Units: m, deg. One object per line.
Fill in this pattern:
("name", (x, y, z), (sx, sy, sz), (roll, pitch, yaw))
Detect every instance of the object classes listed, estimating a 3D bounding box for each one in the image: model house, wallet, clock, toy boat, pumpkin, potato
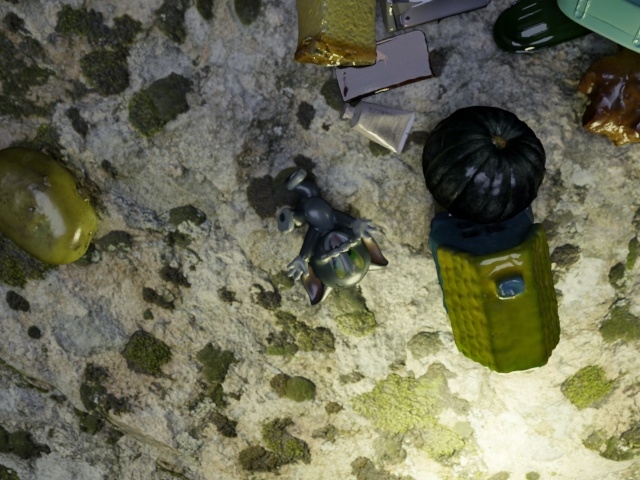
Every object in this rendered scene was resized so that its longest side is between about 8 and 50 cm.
("model house", (0.323, 0.081, 0.931), (0.216, 0.303, 0.237), (-12, 107, 14))
("wallet", (0.117, -0.326, 0.947), (0.176, 0.026, 0.095), (-15, 106, 13))
("clock", (0.539, -0.431, 0.798), (0.224, 0.094, 0.274), (39, 79, 22))
("toy boat", (0.414, -0.397, 0.895), (0.210, 0.052, 0.104), (-18, 90, 9))
("pumpkin", (0.291, -0.136, 0.906), (0.221, 0.162, 0.220), (3, 66, -6))
("clock", (0.180, -0.504, 0.859), (0.187, 0.083, 0.253), (-13, 106, 7))
("potato", (-0.555, -0.069, 1.005), (0.228, 0.148, 0.197), (32, 128, -1))

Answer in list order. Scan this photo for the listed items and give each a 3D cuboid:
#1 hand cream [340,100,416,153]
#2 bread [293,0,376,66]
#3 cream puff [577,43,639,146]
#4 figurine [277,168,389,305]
("hand cream", (0.107, -0.228, 0.975), (0.142, 0.053, 0.084), (15, 109, -17))
("bread", (0.028, -0.383, 0.904), (0.152, 0.127, 0.147), (0, 102, -24))
("cream puff", (0.597, -0.264, 0.873), (0.269, 0.155, 0.241), (27, 106, -3))
("figurine", (-0.003, -0.003, 1.003), (0.193, 0.140, 0.265), (-39, 89, -10))
